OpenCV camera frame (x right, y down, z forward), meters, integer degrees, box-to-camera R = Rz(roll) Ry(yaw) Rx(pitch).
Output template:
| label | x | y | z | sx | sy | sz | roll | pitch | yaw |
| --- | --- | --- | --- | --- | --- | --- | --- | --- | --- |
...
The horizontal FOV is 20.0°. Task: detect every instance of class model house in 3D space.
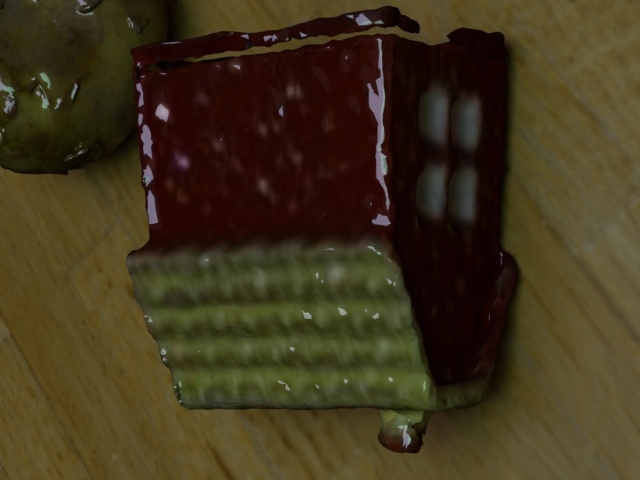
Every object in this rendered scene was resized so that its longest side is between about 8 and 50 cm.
| label | x | y | z | sx | sy | sz | roll | pitch | yaw |
| --- | --- | --- | --- | --- | --- | --- | --- | --- | --- |
| model house | 0.000 | 0.000 | 1.083 | 0.196 | 0.160 | 0.254 | -4 | 83 | 32 |

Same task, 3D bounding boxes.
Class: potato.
| label | x | y | z | sx | sy | sz | roll | pitch | yaw |
| --- | --- | --- | --- | --- | --- | --- | --- | --- | --- |
| potato | -0.176 | -0.124 | 1.237 | 0.137 | 0.137 | 0.176 | 39 | 84 | 30 |
